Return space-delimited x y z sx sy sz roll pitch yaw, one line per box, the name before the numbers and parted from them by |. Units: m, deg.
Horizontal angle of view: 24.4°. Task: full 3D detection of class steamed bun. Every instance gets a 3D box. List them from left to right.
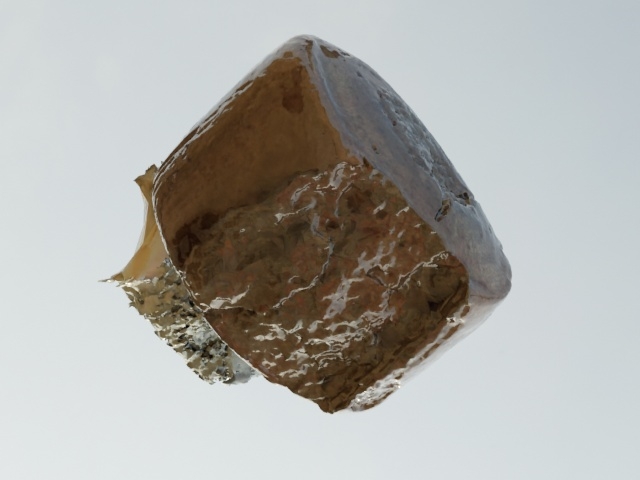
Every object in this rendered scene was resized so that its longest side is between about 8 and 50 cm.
steamed bun | 0.000 0.000 0.747 0.145 0.106 0.175 -40 -84 19

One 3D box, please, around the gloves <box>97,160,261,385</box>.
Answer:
gloves | -0.052 0.024 0.875 0.070 0.153 0.114 -4 -118 35
